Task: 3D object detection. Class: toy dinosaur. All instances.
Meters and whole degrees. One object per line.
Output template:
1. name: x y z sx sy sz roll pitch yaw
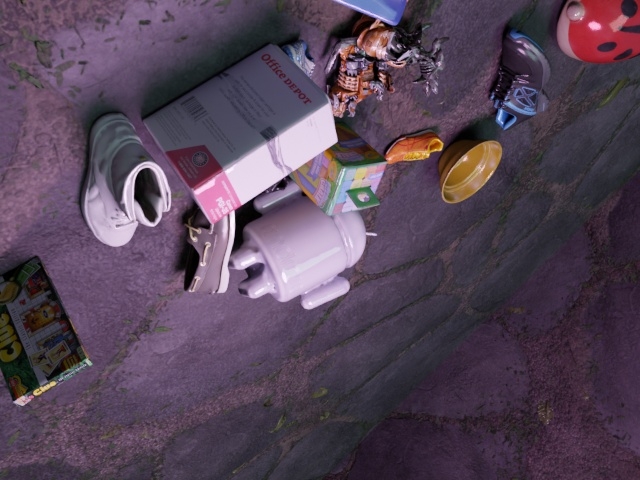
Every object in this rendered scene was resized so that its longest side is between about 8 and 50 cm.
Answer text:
1. toy dinosaur: 0.131 -0.381 1.276 0.218 0.164 0.322 6 150 -30

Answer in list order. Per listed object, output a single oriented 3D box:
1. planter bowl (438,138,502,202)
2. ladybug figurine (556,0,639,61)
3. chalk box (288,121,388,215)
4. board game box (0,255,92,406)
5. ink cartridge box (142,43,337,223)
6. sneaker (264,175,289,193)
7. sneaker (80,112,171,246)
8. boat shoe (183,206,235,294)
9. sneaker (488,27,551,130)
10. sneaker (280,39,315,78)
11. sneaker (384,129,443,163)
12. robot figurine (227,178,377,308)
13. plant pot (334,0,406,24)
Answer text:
1. planter bowl: 0.400 -0.216 1.804 0.217 0.090 0.217 -28 146 -20
2. ladybug figurine: 0.807 -0.597 1.687 0.449 0.162 0.305 -18 142 -31
3. chalk box: 0.048 -0.147 1.399 0.132 0.213 0.132 -13 136 -38
4. board game box: -0.520 0.154 1.141 0.136 0.260 0.030 -33 149 -13
5. ink cartridge box: -0.140 -0.196 1.151 0.283 0.207 0.117 -34 149 -9
6. sneaker: -0.127 -0.143 1.348 0.152 0.084 0.058 13 121 -52
7. sneaker: -0.349 -0.059 1.143 0.108 0.169 0.293 -20 145 -32
8. boat shoe: -0.245 -0.003 1.377 0.091 0.109 0.305 -7 131 -22
9. sneaker: 0.510 -0.404 1.656 0.139 0.125 0.341 -37 147 4
10. sneaker: -0.033 -0.333 1.245 0.058 0.052 0.135 -38 149 -11
11. sneaker: 0.242 -0.235 1.638 0.175 0.067 0.064 -25 147 -20
12. robot figurine: -0.041 0.010 1.484 0.353 0.300 0.200 -28 -169 -18
13. plant pot: 0.017 -0.468 0.916 0.236 0.236 0.212 14 114 -27
